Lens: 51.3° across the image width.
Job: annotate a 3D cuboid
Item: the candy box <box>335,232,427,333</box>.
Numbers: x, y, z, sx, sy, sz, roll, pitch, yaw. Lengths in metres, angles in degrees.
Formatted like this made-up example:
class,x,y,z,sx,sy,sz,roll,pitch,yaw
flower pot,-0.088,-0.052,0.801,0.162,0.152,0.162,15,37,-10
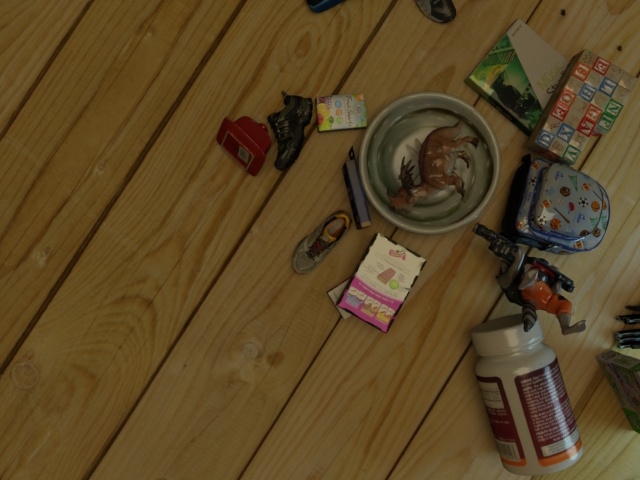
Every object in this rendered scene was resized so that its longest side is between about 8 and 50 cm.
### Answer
class,x,y,z,sx,sy,sz,roll,pitch,yaw
candy box,0.166,0.115,1.836,0.159,0.071,0.233,30,88,-2

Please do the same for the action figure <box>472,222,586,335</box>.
class,x,y,z,sx,sy,sz,roll,pitch,yaw
action figure,0.526,0.110,1.779,0.341,0.330,0.178,32,98,-4

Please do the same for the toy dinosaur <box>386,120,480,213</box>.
class,x,y,z,sx,sy,sz,roll,pitch,yaw
toy dinosaur,0.302,-0.210,1.781,0.200,0.127,0.296,16,83,5

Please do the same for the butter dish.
class,x,y,z,sx,sy,sz,roll,pitch,yaw
butter dish,-0.194,-0.283,1.860,0.160,0.160,0.118,45,64,0

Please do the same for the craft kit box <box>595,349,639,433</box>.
class,x,y,z,sx,sy,sz,roll,pitch,yaw
craft kit box,0.884,0.434,1.824,0.061,0.246,0.250,-28,89,0

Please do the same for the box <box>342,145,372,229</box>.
class,x,y,z,sx,sy,sz,roll,pitch,yaw
box,0.096,-0.144,1.859,0.036,0.136,0.225,-12,89,-2

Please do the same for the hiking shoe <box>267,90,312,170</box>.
class,x,y,z,sx,sy,sz,roll,pitch,yaw
hiking shoe,-0.102,-0.309,1.890,0.114,0.086,0.227,18,80,8

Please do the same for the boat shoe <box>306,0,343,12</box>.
class,x,y,z,sx,sy,sz,roll,pitch,yaw
boat shoe,0.075,-0.744,1.887,0.258,0.109,0.089,-25,86,-5

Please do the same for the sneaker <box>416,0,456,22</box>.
class,x,y,z,sx,sy,sz,roll,pitch,yaw
sneaker,0.304,-0.721,1.881,0.086,0.132,0.229,-44,90,-2

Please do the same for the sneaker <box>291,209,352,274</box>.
class,x,y,z,sx,sy,sz,roll,pitch,yaw
sneaker,0.000,0.000,1.874,0.088,0.093,0.225,40,88,-1

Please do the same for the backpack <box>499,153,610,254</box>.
class,x,y,z,sx,sy,sz,roll,pitch,yaw
backpack,0.668,-0.086,1.855,0.263,0.213,0.276,19,85,-12

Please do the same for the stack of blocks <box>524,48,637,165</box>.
class,x,y,z,sx,sy,sz,roll,pitch,yaw
stack of blocks,0.724,-0.355,1.858,0.171,0.087,0.297,29,88,-2

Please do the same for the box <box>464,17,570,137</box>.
class,x,y,z,sx,sy,sz,roll,pitch,yaw
box,0.612,-0.448,1.925,0.322,0.058,0.232,40,87,0

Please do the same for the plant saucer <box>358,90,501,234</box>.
class,x,y,z,sx,sy,sz,roll,pitch,yaw
plant saucer,0.302,-0.214,1.887,0.400,0.100,0.400,0,88,-2

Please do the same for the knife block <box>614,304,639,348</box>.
class,x,y,z,sx,sy,sz,roll,pitch,yaw
knife block,1.000,0.267,1.911,0.275,0.088,0.242,38,88,-1

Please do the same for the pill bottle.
class,x,y,z,sx,sy,sz,roll,pitch,yaw
pill bottle,0.554,0.412,1.822,0.224,0.224,0.392,-16,90,-3

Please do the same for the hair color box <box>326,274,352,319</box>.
class,x,y,z,sx,sy,sz,roll,pitch,yaw
hair color box,0.111,0.141,1.895,0.167,0.053,0.093,-32,91,-4

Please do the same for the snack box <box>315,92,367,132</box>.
class,x,y,z,sx,sy,sz,roll,pitch,yaw
snack box,0.059,-0.366,1.911,0.141,0.037,0.100,-5,90,-3
